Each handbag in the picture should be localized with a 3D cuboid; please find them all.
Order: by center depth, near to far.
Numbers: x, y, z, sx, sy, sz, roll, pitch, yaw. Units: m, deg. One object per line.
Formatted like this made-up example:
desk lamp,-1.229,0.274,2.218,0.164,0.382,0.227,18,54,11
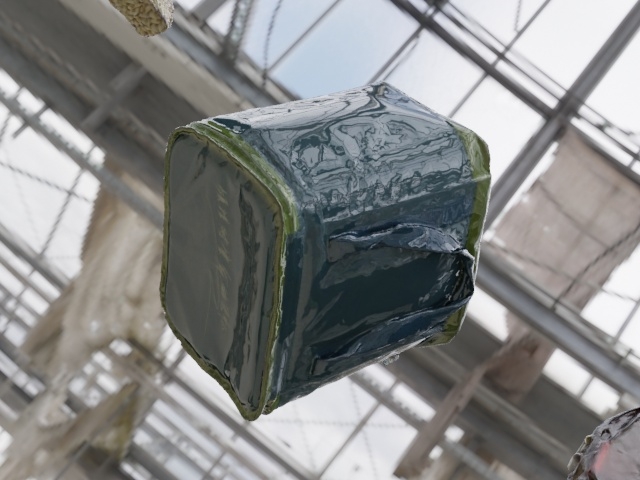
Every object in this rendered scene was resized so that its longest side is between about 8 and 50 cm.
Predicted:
handbag,0.000,0.000,1.098,0.222,0.241,0.263,42,-46,40

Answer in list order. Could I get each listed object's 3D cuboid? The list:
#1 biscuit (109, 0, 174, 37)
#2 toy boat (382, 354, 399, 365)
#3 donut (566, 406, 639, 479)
biscuit,-0.260,-0.345,1.617,0.070,0.082,0.168,-18,-44,26
toy boat,0.096,0.176,2.083,0.140,0.066,0.059,68,7,-64
donut,0.319,0.278,1.060,0.259,0.345,0.136,36,-47,12
